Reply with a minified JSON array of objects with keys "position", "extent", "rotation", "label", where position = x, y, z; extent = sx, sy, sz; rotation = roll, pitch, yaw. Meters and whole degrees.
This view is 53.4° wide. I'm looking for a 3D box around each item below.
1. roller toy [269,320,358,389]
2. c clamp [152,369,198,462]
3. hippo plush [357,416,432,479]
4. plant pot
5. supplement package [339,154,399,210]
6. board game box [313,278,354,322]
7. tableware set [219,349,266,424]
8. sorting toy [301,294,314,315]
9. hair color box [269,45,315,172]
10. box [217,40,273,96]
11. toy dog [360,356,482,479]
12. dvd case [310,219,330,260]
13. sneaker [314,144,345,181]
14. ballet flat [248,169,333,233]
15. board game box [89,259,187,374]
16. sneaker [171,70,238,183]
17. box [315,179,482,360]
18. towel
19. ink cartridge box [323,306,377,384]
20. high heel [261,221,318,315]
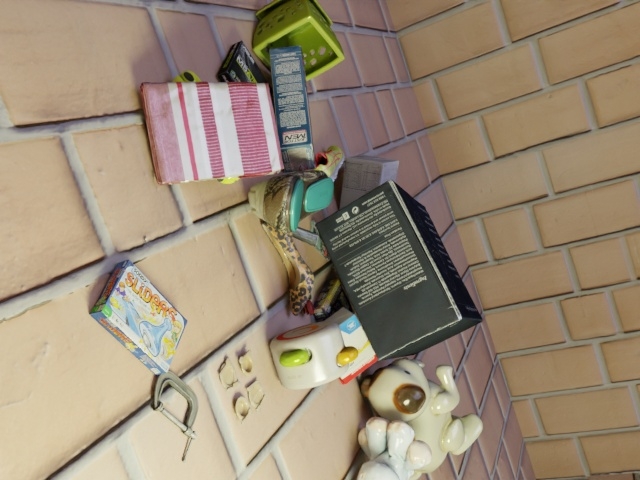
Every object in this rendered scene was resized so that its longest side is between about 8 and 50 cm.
[{"position":[-0.024,0.305,1.673],"extent":[0.209,0.191,0.146],"rotation":[-17,94,-24],"label":"roller toy"},{"position":[-0.295,0.350,1.306],"extent":[0.161,0.022,0.137],"rotation":[58,30,-31],"label":"c clamp"},{"position":[0.163,0.687,1.895],"extent":[0.236,0.234,0.294],"rotation":[-29,146,-46],"label":"hippo plush"},{"position":[-0.079,-0.681,2.092],"extent":[0.228,0.227,0.207],"rotation":[36,38,-51],"label":"plant pot"},{"position":[0.179,-0.200,2.334],"extent":[0.194,0.149,0.203],"rotation":[-21,120,-65],"label":"supplement package"},{"position":[0.041,0.225,2.017],"extent":[0.141,0.048,0.170],"rotation":[63,28,-18],"label":"board game box"},{"position":[-0.183,0.350,1.532],"extent":[0.141,0.020,0.169],"rotation":[-36,108,-63],"label":"tableware set"},{"position":[-0.049,0.176,1.883],"extent":[0.061,0.042,0.102],"rotation":[64,11,-56],"label":"sorting toy"},{"position":[-0.086,-0.406,1.978],"extent":[0.174,0.105,0.348],"rotation":[78,5,-72],"label":"hair color box"},{"position":[-0.218,-0.464,1.884],"extent":[0.191,0.045,0.184],"rotation":[56,33,-34],"label":"box"},{"position":[0.297,0.569,2.147],"extent":[0.395,0.284,0.408],"rotation":[-44,124,-20],"label":"toy dog"},{"position":[0.000,0.000,2.099],"extent":[0.119,0.013,0.087],"rotation":[48,36,-44],"label":"dvd case"},{"position":[0.025,-0.283,2.231],"extent":[0.094,0.081,0.209],"rotation":[51,32,-28],"label":"sneaker"},{"position":[-0.098,-0.120,1.781],"extent":[0.483,0.181,0.164],"rotation":[-41,138,-72],"label":"ballet flat"},{"position":[-0.357,0.155,1.275],"extent":[0.201,0.035,0.136],"rotation":[55,32,-35],"label":"board game box"},{"position":[-0.291,-0.279,1.601],"extent":[0.123,0.109,0.296],"rotation":[-111,176,-78],"label":"sneaker"},{"position":[0.273,0.113,2.091],"extent":[0.472,0.297,0.480],"rotation":[64,16,17],"label":"box"},{"position":[-0.252,-0.262,1.521],"extent":[0.328,0.037,0.237],"rotation":[-10,89,-33],"label":"towel"},{"position":[0.083,0.335,1.929],"extent":[0.231,0.134,0.078],"rotation":[61,-15,-25],"label":"ink cartridge box"},{"position":[-0.107,0.072,1.808],"extent":[0.186,0.093,0.261],"rotation":[20,69,-32],"label":"high heel"}]
